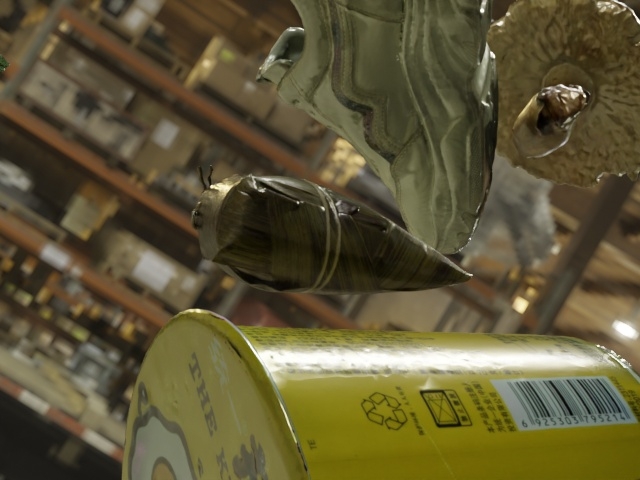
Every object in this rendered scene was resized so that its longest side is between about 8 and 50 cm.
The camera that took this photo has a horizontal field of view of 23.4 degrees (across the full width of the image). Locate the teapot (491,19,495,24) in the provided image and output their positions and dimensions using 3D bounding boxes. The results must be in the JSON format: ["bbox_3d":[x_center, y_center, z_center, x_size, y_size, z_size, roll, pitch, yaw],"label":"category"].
[{"bbox_3d":[0.197,-0.243,1.922,0.066,0.057,0.088,29,-2,0],"label":"teapot"}]

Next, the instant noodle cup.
[{"bbox_3d":[0.052,0.188,0.886,0.254,0.326,0.325,-5,10,-25],"label":"instant noodle cup"}]

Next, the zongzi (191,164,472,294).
[{"bbox_3d":[0.000,0.000,1.150,0.184,0.084,0.187,13,3,-14],"label":"zongzi"}]

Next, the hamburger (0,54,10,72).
[{"bbox_3d":[-0.518,-0.199,1.738,0.260,0.276,0.150,15,37,-45],"label":"hamburger"}]

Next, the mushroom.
[{"bbox_3d":[0.218,-0.147,1.580,0.301,0.233,0.208,-3,58,-49],"label":"mushroom"}]

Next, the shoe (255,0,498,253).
[{"bbox_3d":[0.049,-0.139,1.378,0.210,0.132,0.342,3,-51,13],"label":"shoe"}]
